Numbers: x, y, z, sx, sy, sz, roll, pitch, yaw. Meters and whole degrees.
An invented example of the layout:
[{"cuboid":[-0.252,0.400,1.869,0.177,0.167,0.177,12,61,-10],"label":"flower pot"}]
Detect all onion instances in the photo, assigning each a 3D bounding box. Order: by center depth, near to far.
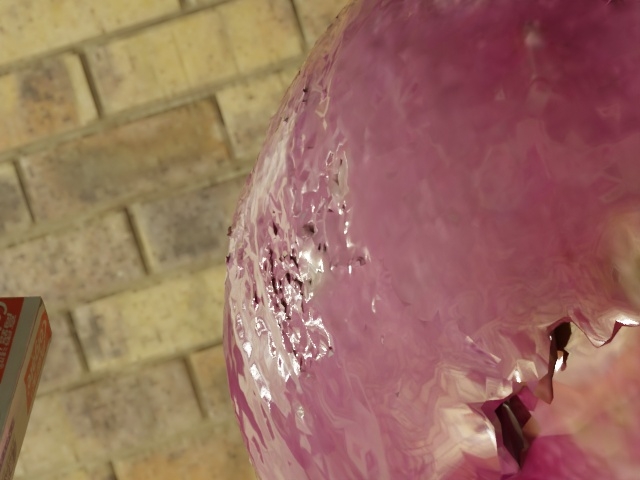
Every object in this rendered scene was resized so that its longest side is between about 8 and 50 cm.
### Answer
[{"cuboid":[0.131,-0.001,0.477,0.358,0.345,0.358,-28,148,-20],"label":"onion"}]

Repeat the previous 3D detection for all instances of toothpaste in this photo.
[{"cuboid":[-0.192,0.112,0.762,0.047,0.040,0.196,0,-137,5],"label":"toothpaste"}]
